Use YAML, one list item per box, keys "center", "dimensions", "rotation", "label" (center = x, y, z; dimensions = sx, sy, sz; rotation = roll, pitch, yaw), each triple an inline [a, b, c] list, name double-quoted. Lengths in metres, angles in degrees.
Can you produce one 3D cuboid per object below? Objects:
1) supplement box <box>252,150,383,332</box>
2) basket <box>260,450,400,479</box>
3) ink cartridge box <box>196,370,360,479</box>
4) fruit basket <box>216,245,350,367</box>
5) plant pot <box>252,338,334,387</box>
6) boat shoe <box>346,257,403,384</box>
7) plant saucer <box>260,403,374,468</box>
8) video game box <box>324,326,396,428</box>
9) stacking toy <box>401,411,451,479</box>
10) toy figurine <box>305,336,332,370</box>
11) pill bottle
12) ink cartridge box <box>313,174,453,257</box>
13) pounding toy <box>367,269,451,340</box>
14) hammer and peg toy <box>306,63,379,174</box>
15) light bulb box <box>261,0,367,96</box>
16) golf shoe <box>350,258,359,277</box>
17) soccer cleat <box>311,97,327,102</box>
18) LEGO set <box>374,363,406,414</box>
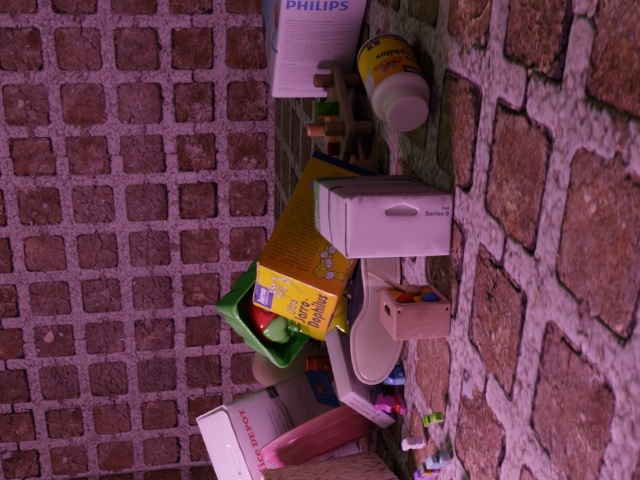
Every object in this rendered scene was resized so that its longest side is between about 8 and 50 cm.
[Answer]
- center: [0.000, 0.000, 1.835]
  dimensions: [0.194, 0.195, 0.356]
  rotation: [103, -170, -58]
  label: "supplement box"
- center: [0.031, 0.700, 1.798]
  dimensions: [0.266, 0.329, 0.331]
  rotation: [-143, 50, -68]
  label: "basket"
- center: [-0.117, 0.561, 2.213]
  dimensions: [0.166, 0.395, 0.285]
  rotation: [-33, 75, 43]
  label: "ink cartridge box"
- center: [-0.041, 0.152, 2.076]
  dimensions: [0.283, 0.392, 0.392]
  rotation: [54, -176, -26]
  label: "fruit basket"
- center: [-0.054, 0.398, 2.524]
  dimensions: [0.191, 0.284, 0.284]
  rotation: [32, 133, 34]
  label: "plant pot"
- center: [0.120, 0.159, 1.802]
  dimensions: [0.113, 0.127, 0.339]
  rotation: [164, 105, -80]
  label: "boat shoe"
- center: [0.010, 0.505, 1.992]
  dimensions: [0.084, 0.332, 0.332]
  rotation: [63, 162, 16]
  label: "plant saucer"
- center: [0.096, 0.335, 1.896]
  dimensions: [0.048, 0.187, 0.205]
  rotation: [-37, 39, 20]
  label: "video game box"
- center: [0.226, 0.451, 1.538]
  dimensions: [0.221, 0.052, 0.166]
  rotation: [108, 155, -57]
  label: "stacking toy"
- center: [0.032, 0.268, 2.275]
  dimensions: [0.213, 0.148, 0.209]
  rotation: [97, 172, -50]
  label: "toy figurine"
- center: [0.149, -0.314, 1.549]
  dimensions: [0.117, 0.117, 0.215]
  rotation: [98, 164, -44]
  label: "pill bottle"
- center: [0.115, -0.054, 1.541]
  dimensions: [0.289, 0.211, 0.121]
  rotation: [-133, 42, -74]
  label: "ink cartridge box"
- center: [0.170, 0.121, 1.515]
  dimensions: [0.141, 0.130, 0.100]
  rotation: [-126, 34, -71]
  label: "pounding toy"
- center: [0.051, -0.252, 2.052]
  dimensions: [0.265, 0.128, 0.361]
  rotation: [101, 162, -52]
  label: "hammer and peg toy"
- center: [-0.030, -0.643, 2.121]
  dimensions: [0.361, 0.226, 0.357]
  rotation: [101, 163, -55]
  label: "light bulb box"
- center: [0.122, 0.066, 1.968]
  dimensions: [0.186, 0.068, 0.085]
  rotation: [131, 162, -75]
  label: "golf shoe"
- center: [0.013, -0.449, 2.412]
  dimensions: [0.179, 0.060, 0.072]
  rotation: [-116, 34, -49]
  label: "soccer cleat"
- center: [0.134, 0.303, 1.847]
  dimensions: [0.227, 0.093, 0.087]
  rotation: [-107, 18, -53]
  label: "LEGO set"
